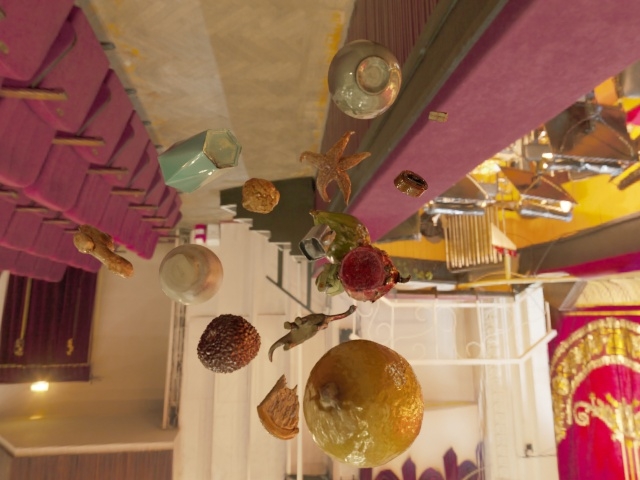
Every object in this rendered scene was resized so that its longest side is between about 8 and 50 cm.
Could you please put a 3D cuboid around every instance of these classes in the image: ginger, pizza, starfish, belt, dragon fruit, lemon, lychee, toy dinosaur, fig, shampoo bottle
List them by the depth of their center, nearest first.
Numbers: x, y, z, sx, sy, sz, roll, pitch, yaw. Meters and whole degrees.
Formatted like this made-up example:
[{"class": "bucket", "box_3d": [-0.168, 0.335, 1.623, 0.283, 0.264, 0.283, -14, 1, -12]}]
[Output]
[{"class": "lemon", "box_3d": [0.095, 0.360, 0.930, 0.293, 0.293, 0.293, 0, 170, 0]}, {"class": "belt", "box_3d": [0.223, -0.142, 1.020, 0.083, 0.059, 0.036, 20, 142, -19]}, {"class": "toy dinosaur", "box_3d": [-0.026, 0.251, 1.156, 0.247, 0.075, 0.188, -43, 154, 19]}, {"class": "ginger", "box_3d": [-0.636, 0.028, 1.231, 0.214, 0.059, 0.133, 39, -174, -15]}, {"class": "pizza", "box_3d": [-0.123, 0.574, 1.441, 0.034, 0.181, 0.262, -33, -172, 24]}, {"class": "dragon fruit", "box_3d": [0.171, 0.105, 1.482, 0.282, 0.211, 0.147, 0, 153, 27]}, {"class": "starfish", "box_3d": [0.073, -0.307, 1.738, 0.302, 0.299, 0.060, -43, -170, 23]}, {"class": "lychee", "box_3d": [-0.371, 0.436, 1.749, 0.271, 0.271, 0.271, 0, 170, 0]}, {"class": "fig", "box_3d": [0.098, -0.030, 1.830, 0.233, 0.233, 0.314, -3, 132, 16]}, {"class": "shampoo bottle", "box_3d": [-0.675, 0.175, 2.171, 0.322, 0.322, 0.317, 1, 166, -8]}]

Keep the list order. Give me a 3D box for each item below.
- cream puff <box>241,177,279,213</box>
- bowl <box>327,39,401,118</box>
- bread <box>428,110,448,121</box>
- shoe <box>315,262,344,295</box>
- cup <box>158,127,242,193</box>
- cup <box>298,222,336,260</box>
[{"class": "cream puff", "box_3d": [-0.287, -0.199, 1.916, 0.189, 0.129, 0.189, 19, 141, 16]}, {"class": "bowl", "box_3d": [0.179, -0.597, 1.529, 0.289, 0.289, 0.146, 2, -165, -10]}, {"class": "bread", "box_3d": [0.553, -0.565, 1.897, 0.109, 0.043, 0.062, -2, -156, -26]}, {"class": "shoe", "box_3d": [0.056, 0.164, 1.723, 0.128, 0.140, 0.262, 17, 157, -8]}, {"class": "cup", "box_3d": [-0.318, -0.215, 1.094, 0.235, 0.148, 0.134, -7, 132, 50]}, {"class": "cup", "box_3d": [0.000, 0.000, 1.595, 0.128, 0.095, 0.129, -22, -159, 33]}]
